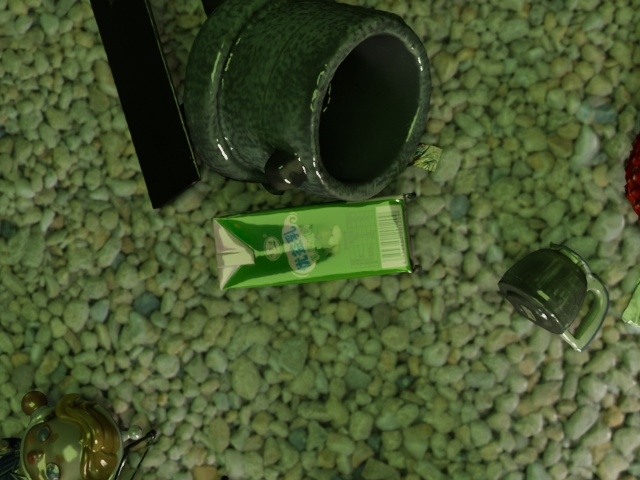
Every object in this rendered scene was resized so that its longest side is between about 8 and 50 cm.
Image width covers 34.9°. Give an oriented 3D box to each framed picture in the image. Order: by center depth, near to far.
[{"bbox_3d":[-0.244,-0.221,1.387,0.014,0.255,0.338,-17,89,-23],"label":"framed picture"}]

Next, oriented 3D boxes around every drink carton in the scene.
[{"bbox_3d":[0.000,0.000,1.393,0.271,0.161,0.108,-5,90,6],"label":"drink carton"}]

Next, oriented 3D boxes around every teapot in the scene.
[{"bbox_3d":[0.326,0.069,1.375,0.149,0.111,0.108,39,83,11],"label":"teapot"}]

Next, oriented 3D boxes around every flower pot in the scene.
[{"bbox_3d":[-0.037,-0.182,1.330,0.283,0.299,0.299,24,95,36],"label":"flower pot"}]

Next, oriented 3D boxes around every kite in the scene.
[{"bbox_3d":[0.135,-0.118,1.447,0.078,0.002,0.044,-3,91,8],"label":"kite"}]

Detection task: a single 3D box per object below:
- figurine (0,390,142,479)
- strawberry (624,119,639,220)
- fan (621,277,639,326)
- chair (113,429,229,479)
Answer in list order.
[{"bbox_3d":[-0.399,0.338,1.480,0.274,0.133,0.194,-49,62,12],"label":"figurine"},{"bbox_3d":[0.545,-0.119,1.273,0.312,0.267,0.351,34,117,0],"label":"strawberry"},{"bbox_3d":[0.517,0.039,1.396,0.131,0.009,0.240,43,96,2],"label":"fan"},{"bbox_3d":[-0.254,0.408,1.448,0.140,0.145,0.221,32,97,7],"label":"chair"}]
